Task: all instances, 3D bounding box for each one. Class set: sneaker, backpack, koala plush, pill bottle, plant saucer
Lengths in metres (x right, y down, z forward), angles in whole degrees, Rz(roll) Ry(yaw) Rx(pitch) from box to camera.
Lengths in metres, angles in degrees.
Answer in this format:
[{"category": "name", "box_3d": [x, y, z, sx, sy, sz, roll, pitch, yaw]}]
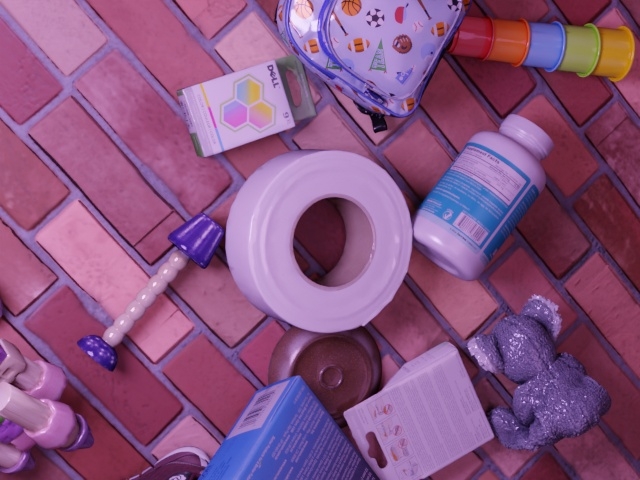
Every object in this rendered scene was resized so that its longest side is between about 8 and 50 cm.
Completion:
[{"category": "sneaker", "box_3d": [-0.276, 0.419, 1.712, 0.281, 0.162, 0.106, -35, 105, -12]}, {"category": "backpack", "box_3d": [0.071, -0.338, 1.733, 0.263, 0.213, 0.276, 28, 89, -8]}, {"category": "koala plush", "box_3d": [0.360, 0.216, 1.894, 0.196, 0.203, 0.221, -29, 91, -13]}, {"category": "pill bottle", "box_3d": [0.266, -0.075, 1.844, 0.146, 0.146, 0.264, 40, 83, -17]}, {"category": "plant saucer", "box_3d": [0.013, 0.219, 1.852, 0.199, 0.036, 0.198, -2, 96, -17]}]

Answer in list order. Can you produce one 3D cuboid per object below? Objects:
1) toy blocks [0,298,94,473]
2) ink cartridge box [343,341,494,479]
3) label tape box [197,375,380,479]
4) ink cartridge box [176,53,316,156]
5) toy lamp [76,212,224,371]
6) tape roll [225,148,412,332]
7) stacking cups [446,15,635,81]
[{"category": "toy blocks", "box_3d": [-0.486, 0.260, 1.630, 0.288, 0.309, 0.260, -43, 139, 3]}, {"category": "ink cartridge box", "box_3d": [0.159, 0.301, 1.896, 0.225, 0.056, 0.181, -27, 105, -12]}, {"category": "label tape box", "box_3d": [-0.016, 0.422, 1.755, 0.347, 0.115, 0.249, 55, 37, -16]}, {"category": "ink cartridge box", "box_3d": [-0.106, -0.212, 1.755, 0.209, 0.062, 0.109, -20, 100, -15]}, {"category": "toy lamp", "box_3d": [-0.252, 0.074, 1.732, 0.080, 0.080, 0.274, 42, 85, -17]}, {"category": "tape roll", "box_3d": [0.000, 0.000, 1.771, 0.286, 0.100, 0.286, -3, 96, -27]}, {"category": "stacking cups", "box_3d": [0.360, -0.328, 1.875, 0.316, 0.096, 0.096, 5, 94, -18]}]
